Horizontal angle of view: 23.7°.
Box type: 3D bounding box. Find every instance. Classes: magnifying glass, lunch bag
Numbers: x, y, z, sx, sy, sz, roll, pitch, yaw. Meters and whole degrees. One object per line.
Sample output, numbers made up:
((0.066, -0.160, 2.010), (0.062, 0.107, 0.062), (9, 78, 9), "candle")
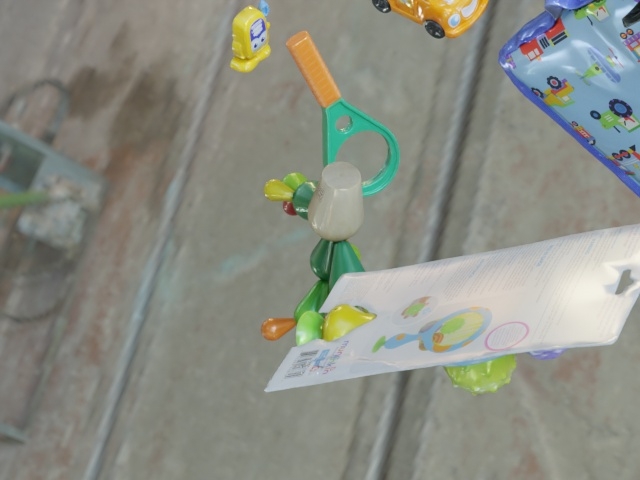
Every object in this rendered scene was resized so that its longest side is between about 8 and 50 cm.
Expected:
((0.021, -0.145, 1.777), (0.092, 0.231, 0.026), (-33, 36, -4), "magnifying glass")
((0.334, -0.163, 1.523), (0.221, 0.293, 0.138), (-28, 38, 56), "lunch bag")

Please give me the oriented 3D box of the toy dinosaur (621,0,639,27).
((0.323, -0.166, 0.983), (0.218, 0.322, 0.164), (-25, 57, -5), "toy dinosaur")

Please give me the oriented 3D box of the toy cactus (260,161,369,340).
((0.000, 0.000, 1.368), (0.180, 0.112, 0.219), (98, 166, -49), "toy cactus")

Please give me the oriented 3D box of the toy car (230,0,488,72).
((0.020, -0.108, 0.716), (0.122, 0.040, 0.060), (-30, 56, -20), "toy car")

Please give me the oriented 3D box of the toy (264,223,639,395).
((0.095, 0.057, 0.954), (0.237, 0.056, 0.137), (-8, 28, 31), "toy")
